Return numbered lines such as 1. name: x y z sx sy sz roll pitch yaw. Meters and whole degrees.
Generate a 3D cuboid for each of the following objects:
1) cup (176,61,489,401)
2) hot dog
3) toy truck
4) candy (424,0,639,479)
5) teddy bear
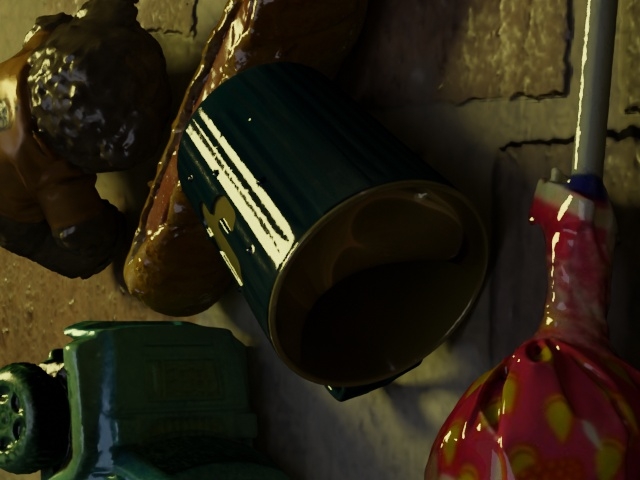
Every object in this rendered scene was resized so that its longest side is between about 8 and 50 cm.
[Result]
1. cup: 0.000 0.000 1.108 0.155 0.131 0.176 52 153 44
2. hot dog: -0.044 -0.066 1.190 0.061 0.088 0.286 59 138 42
3. toy truck: -0.104 0.187 1.202 0.156 0.155 0.279 -4 85 43
4. candy: 0.125 -0.009 0.969 0.124 0.124 0.365 -5 76 52
5. teddy bear: -0.171 -0.078 1.312 0.190 0.140 0.177 -33 61 37
